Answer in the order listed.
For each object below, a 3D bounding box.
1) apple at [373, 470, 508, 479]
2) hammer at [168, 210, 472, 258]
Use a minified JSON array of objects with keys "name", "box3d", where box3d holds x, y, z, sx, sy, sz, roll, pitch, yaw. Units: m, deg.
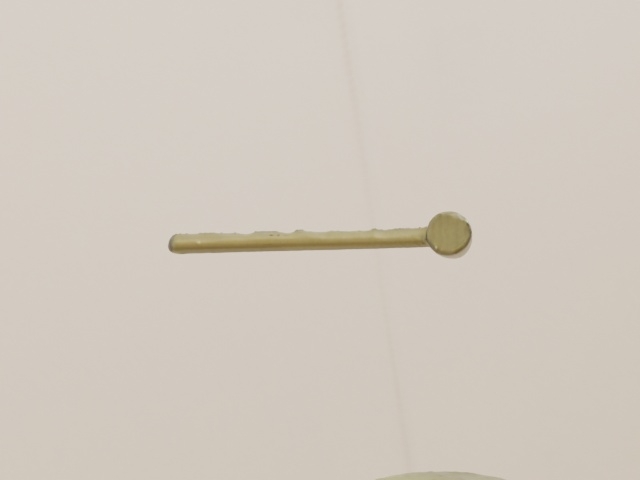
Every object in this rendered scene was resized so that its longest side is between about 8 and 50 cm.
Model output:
[{"name":"apple","box3d":[0.050,0.175,0.572,0.196,0.157,0.196,-7,-80,-46]},{"name":"hammer","box3d":[0.000,0.000,1.071,0.195,0.060,0.028,0,-98,5]}]
